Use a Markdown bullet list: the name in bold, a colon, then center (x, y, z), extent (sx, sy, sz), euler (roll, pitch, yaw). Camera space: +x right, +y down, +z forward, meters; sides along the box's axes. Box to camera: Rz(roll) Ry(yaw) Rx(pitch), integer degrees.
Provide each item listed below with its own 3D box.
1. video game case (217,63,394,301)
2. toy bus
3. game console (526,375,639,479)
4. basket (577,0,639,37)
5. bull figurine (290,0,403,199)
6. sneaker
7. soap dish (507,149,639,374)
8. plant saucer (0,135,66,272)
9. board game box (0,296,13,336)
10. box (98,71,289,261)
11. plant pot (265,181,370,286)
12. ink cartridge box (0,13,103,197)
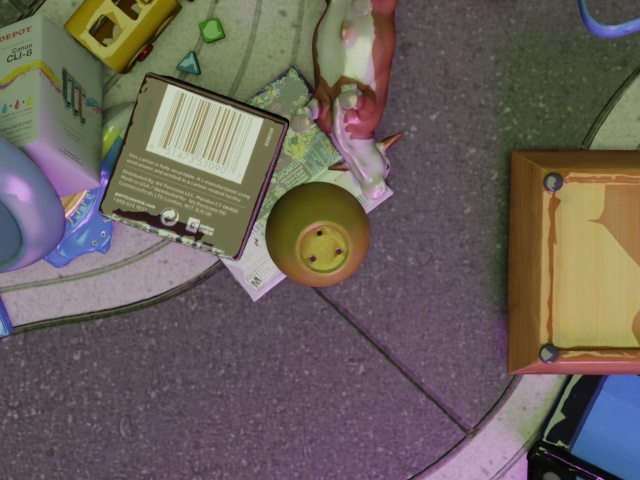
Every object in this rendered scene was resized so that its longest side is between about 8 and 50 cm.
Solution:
- **video game case**: center (-0.060, -0.073, 1.411), extent (0.232, 0.042, 0.210), euler (-39, 98, 3)
- **toy bus**: center (-0.219, -0.299, 1.344), extent (0.191, 0.104, 0.202), euler (-5, 98, -1)
- **game console**: center (0.432, 0.315, 1.422), extent (0.293, 0.250, 0.173), euler (25, 123, -5)
- **basket**: center (0.402, -0.389, 1.288), extent (0.255, 0.201, 0.289), euler (-12, 67, 1)
- **bull figurine**: center (0.036, -0.200, 1.289), extent (0.101, 0.188, 0.310), euler (2, 96, 15)
- **sneaker**: center (-0.287, -0.062, 1.396), extent (0.240, 0.091, 0.126), euler (-42, 115, 3)
- **soap dish**: center (0.355, 0.030, 1.390), extent (0.229, 0.118, 0.291), euler (0, 93, -2)
- **plant saucer**: center (-0.449, -0.048, 1.250), extent (0.317, 0.317, 0.044), euler (17, 57, -4)
- **board game box**: center (-0.510, 0.046, 1.414), extent (0.160, 0.039, 0.211), euler (-19, 99, 1)
- **box**: center (-0.140, -0.090, 1.283), extent (0.168, 0.203, 0.167), euler (19, 96, -3)
- **plant pot**: center (0.000, 0.000, 1.354), extent (0.134, 0.095, 0.134), euler (-1, 100, -4)
- **ink cartridge box**: center (-0.344, -0.150, 1.299), extent (0.128, 0.127, 0.176), euler (-15, 63, 21)
